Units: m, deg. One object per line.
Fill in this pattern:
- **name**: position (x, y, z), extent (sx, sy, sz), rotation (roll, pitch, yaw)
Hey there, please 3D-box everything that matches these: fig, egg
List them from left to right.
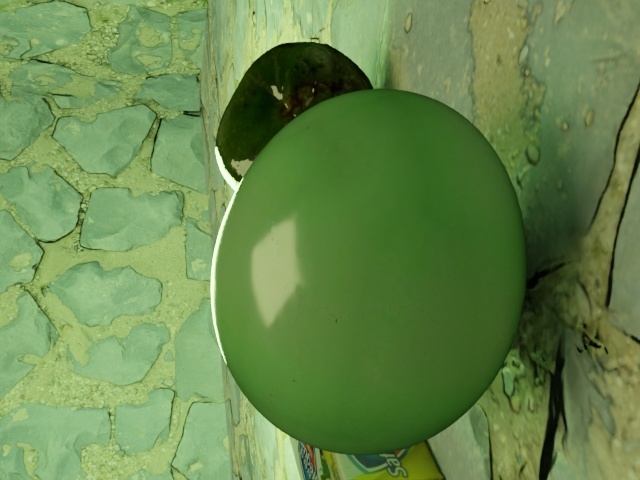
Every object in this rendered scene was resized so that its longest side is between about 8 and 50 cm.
- **fig**: position (-0.002, -0.104, 0.827), extent (0.235, 0.203, 0.203), rotation (33, -138, -56)
- **egg**: position (0.034, 0.025, 0.499), extent (0.220, 0.221, 0.269), rotation (-117, 35, -58)

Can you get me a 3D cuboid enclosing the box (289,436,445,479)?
- **box**: position (0.034, 0.231, 0.784), extent (0.265, 0.097, 0.168), rotation (-113, 25, -54)
